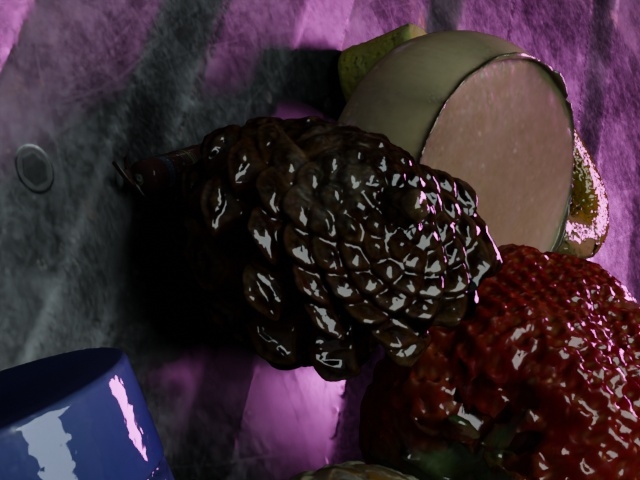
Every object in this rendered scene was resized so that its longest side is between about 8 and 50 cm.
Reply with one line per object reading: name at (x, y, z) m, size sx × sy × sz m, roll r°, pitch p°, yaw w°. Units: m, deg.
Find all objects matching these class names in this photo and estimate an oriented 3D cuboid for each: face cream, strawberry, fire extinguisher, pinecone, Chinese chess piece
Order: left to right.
face cream at (-0.217, 0.222, 1.043) m, size 0.249 × 0.249 × 0.225 m, roll -29°, pitch 105°, yaw -55°
fire extinguisher at (-0.151, -0.066, 1.448) m, size 0.132 × 0.039 × 0.056 m, roll -24°, pitch 86°, yaw -56°
pinecone at (-0.003, 0.005, 1.408) m, size 0.298 × 0.296 × 0.242 m, roll 13°, pitch 92°, yaw -31°
Chinese chess piece at (0.154, -0.070, 1.683) m, size 0.338 × 0.140 × 0.338 m, roll -19°, pitch 118°, yaw -42°
strawberry at (0.222, 0.155, 1.538) m, size 0.267 × 0.312 × 0.351 m, roll 89°, pitch 25°, yaw -45°

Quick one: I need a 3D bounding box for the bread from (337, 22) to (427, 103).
bread at (0.090, -0.197, 1.782) m, size 0.129 × 0.114 × 0.111 m, roll 26°, pitch 48°, yaw -50°

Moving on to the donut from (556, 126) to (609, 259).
donut at (0.303, -0.074, 2.030) m, size 0.272 × 0.107 × 0.272 m, roll 30°, pitch 50°, yaw -44°

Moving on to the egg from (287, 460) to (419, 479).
egg at (0.045, 0.314, 1.410) m, size 0.233 × 0.195 × 0.195 m, roll 38°, pitch 44°, yaw -16°
